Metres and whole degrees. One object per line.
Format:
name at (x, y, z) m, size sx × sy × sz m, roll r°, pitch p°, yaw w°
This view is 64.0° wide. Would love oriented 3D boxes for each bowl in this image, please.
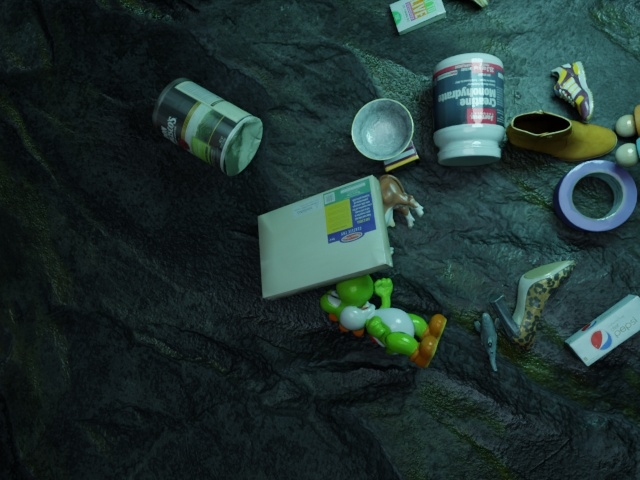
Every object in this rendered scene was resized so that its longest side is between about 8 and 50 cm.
bowl at (0.178, -0.304, 1.440) m, size 0.169 × 0.080 × 0.170 m, roll 0°, pitch 89°, yaw 15°

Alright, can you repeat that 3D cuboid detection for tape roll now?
tape roll at (0.736, -0.117, 1.382) m, size 0.188 × 0.080 × 0.189 m, roll 0°, pitch 88°, yaw 13°

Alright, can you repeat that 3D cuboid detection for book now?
book at (0.290, -0.688, 1.534) m, size 0.144 × 0.035 × 0.097 m, roll -19°, pitch 80°, yaw 14°

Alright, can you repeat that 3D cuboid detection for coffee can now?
coffee can at (-0.348, -0.353, 1.595) m, size 0.275 × 0.201 × 0.202 m, roll 31°, pitch 96°, yaw 13°

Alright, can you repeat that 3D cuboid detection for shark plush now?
shark plush at (0.468, 0.284, 1.444) m, size 0.073 × 0.067 × 0.162 m, roll 3°, pitch 89°, yaw 14°

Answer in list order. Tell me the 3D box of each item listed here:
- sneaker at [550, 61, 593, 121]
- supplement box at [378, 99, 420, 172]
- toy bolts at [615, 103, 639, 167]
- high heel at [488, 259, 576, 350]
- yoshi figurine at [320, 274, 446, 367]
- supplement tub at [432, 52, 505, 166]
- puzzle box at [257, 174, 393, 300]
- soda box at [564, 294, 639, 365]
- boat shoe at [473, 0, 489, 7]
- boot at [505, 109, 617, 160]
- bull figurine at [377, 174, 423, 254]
sneaker at (0.684, -0.398, 1.397) m, size 0.083 × 0.069 × 0.186 m, roll -10°, pitch 64°, yaw 17°
supplement box at (0.213, -0.302, 1.515) m, size 0.104 × 0.081 × 0.188 m, roll -21°, pitch 84°, yaw 13°
toy bolts at (0.852, -0.234, 1.310) m, size 0.158 × 0.228 × 0.219 m, roll -13°, pitch 109°, yaw 40°
high heel at (0.615, 0.180, 1.417) m, size 0.261 × 0.093 × 0.186 m, roll -30°, pitch 100°, yaw 3°
yoshi figurine at (0.174, 0.199, 1.468) m, size 0.361 × 0.203 × 0.203 m, roll 22°, pitch 78°, yaw 16°
supplement tub at (0.406, -0.354, 1.412) m, size 0.190 × 0.191 × 0.273 m, roll -1°, pitch 88°, yaw 14°
puzzle box at (0.000, 0.000, 1.490) m, size 0.408 × 0.052 × 0.272 m, roll -17°, pitch 65°, yaw 26°
soda box at (0.770, 0.239, 1.370) m, size 0.216 × 0.069 × 0.074 m, roll -40°, pitch 79°, yaw 9°
boat shoe at (0.409, -0.730, 1.493) m, size 0.072 × 0.068 × 0.190 m, roll -45°, pitch 68°, yaw 22°
boot at (0.640, -0.276, 1.342) m, size 0.294 × 0.211 × 0.104 m, roll 4°, pitch 90°, yaw 14°
bull figurine at (0.156, -0.039, 1.515) m, size 0.188 × 0.101 × 0.310 m, roll 36°, pitch 103°, yaw 5°
